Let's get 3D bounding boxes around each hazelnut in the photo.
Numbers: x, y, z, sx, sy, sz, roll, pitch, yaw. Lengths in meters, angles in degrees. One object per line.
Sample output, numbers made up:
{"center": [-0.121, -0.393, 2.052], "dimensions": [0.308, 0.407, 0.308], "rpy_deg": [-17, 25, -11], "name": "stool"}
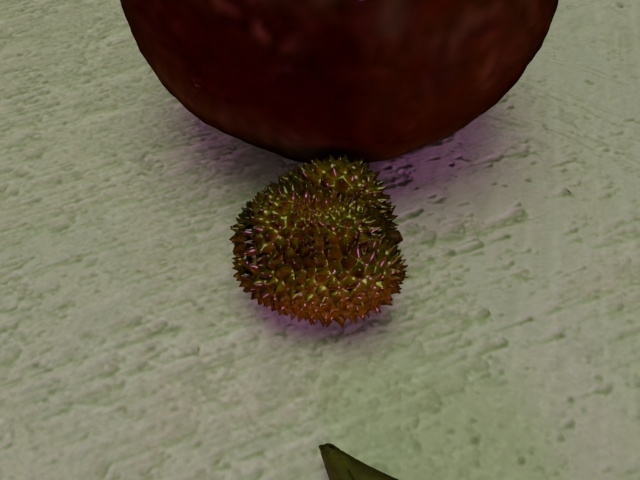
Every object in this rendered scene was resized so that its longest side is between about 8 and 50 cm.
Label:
{"center": [0.013, -0.251, 0.702], "dimensions": [0.421, 0.421, 0.352], "rpy_deg": [24, 92, 21], "name": "hazelnut"}

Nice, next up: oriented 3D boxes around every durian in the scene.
{"center": [0.000, 0.000, 0.665], "dimensions": [0.168, 0.136, 0.158], "rpy_deg": [-1, 31, 19], "name": "durian"}

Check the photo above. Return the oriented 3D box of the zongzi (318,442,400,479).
{"center": [0.096, 0.205, 0.526], "dimensions": [0.160, 0.078, 0.176], "rpy_deg": [-7, 42, -11], "name": "zongzi"}
